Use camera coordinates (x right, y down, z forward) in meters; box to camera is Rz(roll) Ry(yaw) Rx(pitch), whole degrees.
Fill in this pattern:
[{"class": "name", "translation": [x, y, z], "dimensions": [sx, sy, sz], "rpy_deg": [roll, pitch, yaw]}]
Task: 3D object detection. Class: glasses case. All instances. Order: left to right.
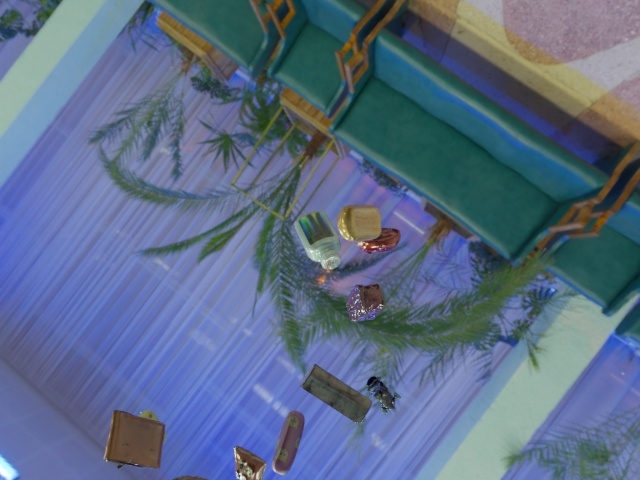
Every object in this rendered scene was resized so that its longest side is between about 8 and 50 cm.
[{"class": "glasses case", "translation": [-0.165, 1.056, 2.406], "dimensions": [0.076, 0.316, 0.123], "rpy_deg": [-11, 139, 41]}, {"class": "glasses case", "translation": [0.066, 0.635, 1.903], "dimensions": [0.299, 0.114, 0.060], "rpy_deg": [34, 174, -8]}]

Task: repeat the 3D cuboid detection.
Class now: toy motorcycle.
[{"class": "toy motorcycle", "translation": [0.296, 0.746, 2.240], "dimensions": [0.169, 0.113, 0.315], "rpy_deg": [43, 179, 12]}]

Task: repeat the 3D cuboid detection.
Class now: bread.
[{"class": "bread", "translation": [0.150, -0.069, 1.817], "dimensions": [0.098, 0.147, 0.217], "rpy_deg": [0, 180, 43]}]

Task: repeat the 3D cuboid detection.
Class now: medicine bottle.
[{"class": "medicine bottle", "translation": [0.000, 0.000, 1.564], "dimensions": [0.083, 0.121, 0.228], "rpy_deg": [76, 170, -45]}]

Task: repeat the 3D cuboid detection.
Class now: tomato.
[{"class": "tomato", "translation": [0.277, 0.008, 2.235], "dimensions": [0.228, 0.228, 0.101], "rpy_deg": [-143, 42, -62]}]

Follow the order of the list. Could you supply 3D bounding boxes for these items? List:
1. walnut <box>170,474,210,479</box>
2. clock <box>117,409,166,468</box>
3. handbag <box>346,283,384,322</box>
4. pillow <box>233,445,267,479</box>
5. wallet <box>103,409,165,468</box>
[{"class": "walnut", "translation": [-0.506, 1.022, 1.722], "dimensions": [0.273, 0.273, 0.227], "rpy_deg": [37, 146, -14]}, {"class": "clock", "translation": [-0.792, 0.861, 1.980], "dimensions": [0.232, 0.069, 0.169], "rpy_deg": [-34, -80, -54]}, {"class": "handbag", "translation": [0.214, 0.306, 2.251], "dimensions": [0.225, 0.136, 0.146], "rpy_deg": [113, 149, -56]}, {"class": "pillow", "translation": [-0.311, 0.992, 1.982], "dimensions": [0.172, 0.178, 0.075], "rpy_deg": [17, -155, 27]}, {"class": "wallet", "translation": [-0.613, 0.664, 1.520], "dimensions": [0.196, 0.042, 0.160], "rpy_deg": [34, -147, -37]}]
